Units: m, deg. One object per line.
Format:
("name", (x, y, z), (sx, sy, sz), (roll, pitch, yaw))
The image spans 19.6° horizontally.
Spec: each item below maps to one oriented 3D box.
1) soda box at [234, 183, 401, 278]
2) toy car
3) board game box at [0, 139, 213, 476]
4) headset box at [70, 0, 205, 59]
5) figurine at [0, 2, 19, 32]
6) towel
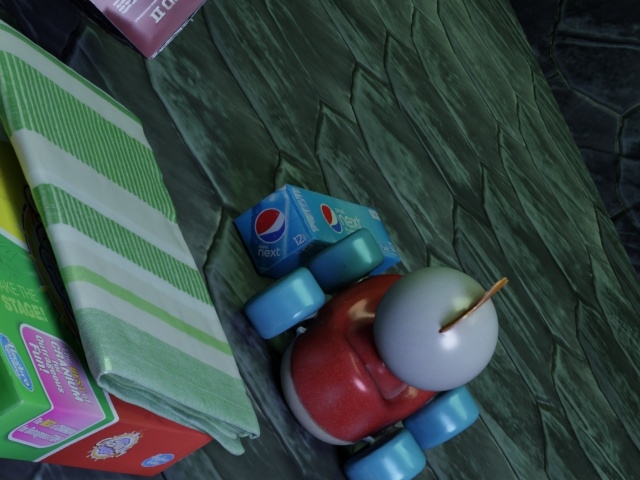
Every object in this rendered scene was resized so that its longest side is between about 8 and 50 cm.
("soda box", (0.000, 0.000, 1.909), (0.210, 0.071, 0.067), (15, 45, -62))
("toy car", (0.097, 0.083, 1.708), (0.210, 0.238, 0.219), (-33, 92, -50))
("board game box", (-0.208, 0.040, 1.308), (0.242, 0.064, 0.316), (63, 12, 17))
("headset box", (-0.228, -0.297, 1.674), (0.293, 0.110, 0.218), (45, -3, -29))
("figurine", (-0.350, -0.233, 1.447), (0.209, 0.092, 0.215), (29, 32, -44))
("towel", (-0.157, -0.005, 1.389), (0.248, 0.038, 0.325), (37, 25, -60))
